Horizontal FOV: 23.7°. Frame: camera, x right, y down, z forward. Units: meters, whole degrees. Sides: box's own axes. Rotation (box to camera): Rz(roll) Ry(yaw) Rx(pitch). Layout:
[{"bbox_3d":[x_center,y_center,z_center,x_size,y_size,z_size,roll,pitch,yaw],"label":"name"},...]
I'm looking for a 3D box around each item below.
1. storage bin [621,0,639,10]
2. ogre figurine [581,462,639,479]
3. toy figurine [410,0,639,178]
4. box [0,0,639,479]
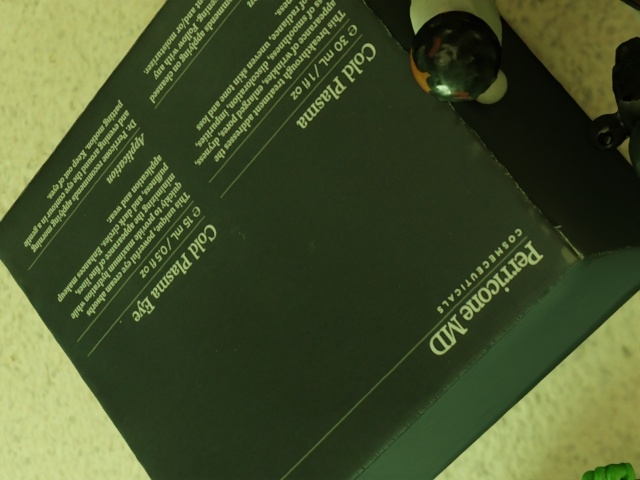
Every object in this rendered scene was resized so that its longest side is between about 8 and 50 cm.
[{"bbox_3d":[0.177,-0.216,0.912,0.098,0.091,0.135,-114,43,-66],"label":"storage bin"},{"bbox_3d":[0.153,0.240,0.979,0.197,0.097,0.118,-37,62,19],"label":"ogre figurine"},{"bbox_3d":[0.154,-0.147,0.808,0.210,0.148,0.213,19,121,-6],"label":"toy figurine"},{"bbox_3d":[0.000,0.000,1.010,0.343,0.179,0.312,-47,68,28],"label":"box"}]
